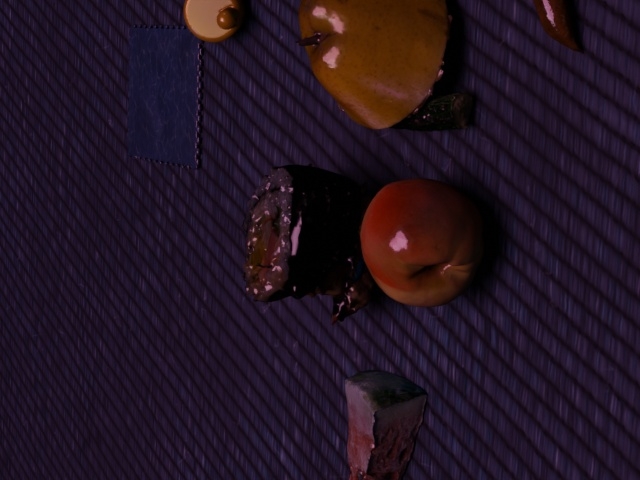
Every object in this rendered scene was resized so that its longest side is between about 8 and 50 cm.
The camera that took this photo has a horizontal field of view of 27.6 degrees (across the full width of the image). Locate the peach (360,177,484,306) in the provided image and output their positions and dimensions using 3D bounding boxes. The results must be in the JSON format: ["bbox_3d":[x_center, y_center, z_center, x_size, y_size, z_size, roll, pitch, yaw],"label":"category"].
[{"bbox_3d":[0.139,-0.001,1.825,0.184,0.184,0.184,8,100,52],"label":"peach"}]

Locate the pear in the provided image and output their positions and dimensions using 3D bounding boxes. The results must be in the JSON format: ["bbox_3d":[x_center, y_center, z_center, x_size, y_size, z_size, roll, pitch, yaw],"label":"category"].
[{"bbox_3d":[0.050,-0.304,1.866,0.267,0.178,0.267,-20,62,43],"label":"pear"}]

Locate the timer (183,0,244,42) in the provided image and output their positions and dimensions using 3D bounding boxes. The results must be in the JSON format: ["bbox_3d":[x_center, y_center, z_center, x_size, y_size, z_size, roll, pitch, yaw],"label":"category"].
[{"bbox_3d":[-0.184,-0.393,2.247,0.107,0.109,0.107,3,108,10],"label":"timer"}]

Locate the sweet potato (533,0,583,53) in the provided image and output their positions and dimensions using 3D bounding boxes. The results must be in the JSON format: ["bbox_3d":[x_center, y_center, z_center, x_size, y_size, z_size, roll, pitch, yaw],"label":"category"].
[{"bbox_3d":[0.286,-0.368,1.685,0.067,0.067,0.274,-16,87,52],"label":"sweet potato"}]

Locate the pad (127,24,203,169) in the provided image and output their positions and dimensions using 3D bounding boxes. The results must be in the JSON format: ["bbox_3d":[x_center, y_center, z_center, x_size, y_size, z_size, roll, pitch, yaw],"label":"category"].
[{"bbox_3d":[-0.300,-0.277,2.489,0.269,0.012,0.270,11,102,52],"label":"pad"}]

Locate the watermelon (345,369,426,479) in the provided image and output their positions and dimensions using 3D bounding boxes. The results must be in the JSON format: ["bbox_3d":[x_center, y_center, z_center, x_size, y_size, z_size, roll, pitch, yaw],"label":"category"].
[{"bbox_3d":[0.077,0.326,2.020,0.154,0.094,0.241,25,116,56],"label":"watermelon"}]

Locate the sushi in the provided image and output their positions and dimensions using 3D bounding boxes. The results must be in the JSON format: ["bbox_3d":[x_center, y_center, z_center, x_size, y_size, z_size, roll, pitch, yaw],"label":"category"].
[{"bbox_3d":[0.005,0.001,1.965,0.225,0.218,0.238,0,71,63],"label":"sushi"}]

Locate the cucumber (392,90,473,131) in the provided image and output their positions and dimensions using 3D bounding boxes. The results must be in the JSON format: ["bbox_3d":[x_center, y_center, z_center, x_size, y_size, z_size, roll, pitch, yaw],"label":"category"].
[{"bbox_3d":[0.143,-0.185,1.890,0.187,0.058,0.058,6,99,52],"label":"cucumber"}]
